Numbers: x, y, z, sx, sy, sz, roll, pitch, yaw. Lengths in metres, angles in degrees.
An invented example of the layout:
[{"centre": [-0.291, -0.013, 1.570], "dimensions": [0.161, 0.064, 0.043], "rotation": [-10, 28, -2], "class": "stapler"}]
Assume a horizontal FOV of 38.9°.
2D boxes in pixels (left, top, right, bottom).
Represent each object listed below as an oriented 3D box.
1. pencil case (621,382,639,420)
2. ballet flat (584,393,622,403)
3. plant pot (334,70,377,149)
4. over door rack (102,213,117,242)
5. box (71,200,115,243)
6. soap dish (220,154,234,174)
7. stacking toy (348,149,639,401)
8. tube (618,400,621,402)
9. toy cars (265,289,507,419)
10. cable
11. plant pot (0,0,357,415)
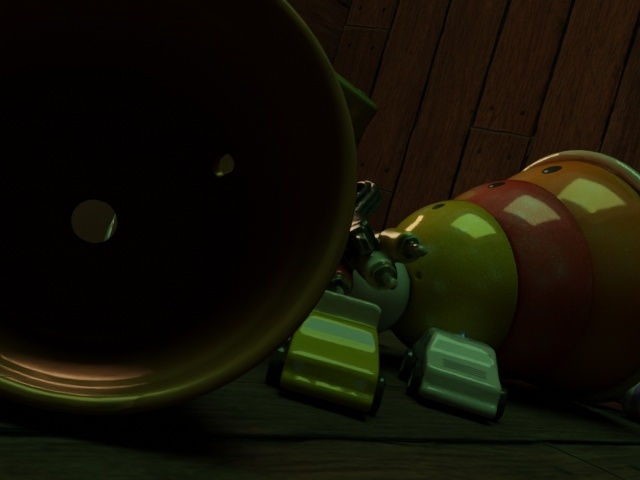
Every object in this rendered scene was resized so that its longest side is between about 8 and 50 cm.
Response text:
[{"centre": [0.523, 0.234, 1.257], "dimensions": [0.206, 0.088, 0.086], "rotation": [20, -12, 40], "class": "pencil case"}, {"centre": [0.501, 0.188, 1.399], "dimensions": [0.316, 0.106, 0.107], "rotation": [2, 17, -39], "class": "ballet flat"}, {"centre": [-0.098, -0.154, 1.509], "dimensions": [0.366, 0.353, 0.366], "rotation": [37, 9, -7], "class": "plant pot"}, {"centre": [-0.252, -0.109, 0.754], "dimensions": [0.239, 0.324, 0.108], "rotation": [16, 1, -13], "class": "over door rack"}, {"centre": [-0.157, 0.008, 0.892], "dimensions": [0.232, 0.149, 0.127], "rotation": [16, 2, 7], "class": "box"}, {"centre": [-0.104, -0.026, 1.147], "dimensions": [0.118, 0.229, 0.291], "rotation": [-15, 0, 3], "class": "soap dish"}, {"centre": [0.195, 0.050, 1.160], "dimensions": [0.480, 0.351, 0.350], "rotation": [0, 11, -36], "class": "stacking toy"}, {"centre": [0.483, 0.236, 1.509], "dimensions": [0.240, 0.070, 0.062], "rotation": [26, -34, 49], "class": "tube"}, {"centre": [0.081, 0.111, 0.905], "dimensions": [0.176, 0.087, 0.393], "rotation": [18, 2, 41], "class": "toy cars"}, {"centre": [0.031, 0.004, 1.016], "dimensions": [0.072, 0.139, 0.287], "rotation": [62, 3, -12], "class": "cable"}, {"centre": [-0.145, -0.031, 0.599], "dimensions": [0.291, 0.291, 0.203], "rotation": [16, -16, -14], "class": "plant pot"}]
